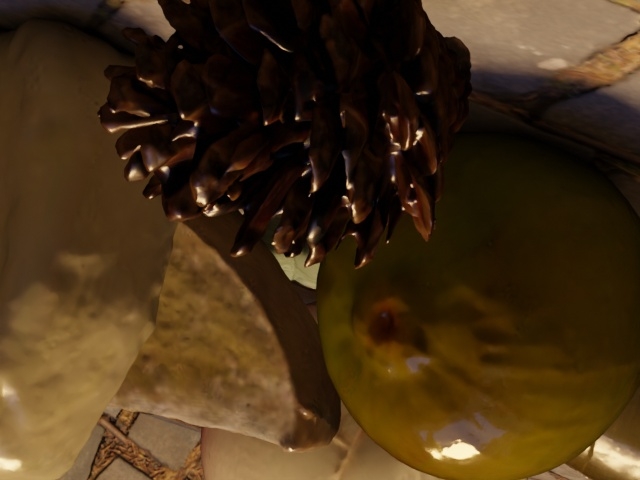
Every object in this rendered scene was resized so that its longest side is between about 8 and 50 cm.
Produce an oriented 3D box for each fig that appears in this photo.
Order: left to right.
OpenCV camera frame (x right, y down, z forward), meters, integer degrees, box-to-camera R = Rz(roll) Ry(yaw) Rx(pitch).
[{"bbox_3d":[0.103,0.033,1.035,0.207,0.207,0.230,12,-160,19],"label":"fig"}]

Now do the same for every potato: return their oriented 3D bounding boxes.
[{"bbox_3d":[-0.079,0.025,1.275,0.264,0.189,0.211,11,-170,26],"label":"potato"}]

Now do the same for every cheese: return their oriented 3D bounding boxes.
[{"bbox_3d":[-0.218,0.001,1.106,0.115,0.326,0.318,20,-154,-42],"label":"cheese"}]

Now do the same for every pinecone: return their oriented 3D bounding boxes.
[{"bbox_3d":[-0.014,-0.064,0.785,0.173,0.173,0.173,15,167,4],"label":"pinecone"}]

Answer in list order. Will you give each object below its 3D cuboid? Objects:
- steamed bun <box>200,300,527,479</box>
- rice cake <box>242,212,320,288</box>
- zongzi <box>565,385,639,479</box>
[{"bbox_3d":[0.016,0.180,1.576,0.309,0.309,0.309,15,167,4],"label":"steamed bun"},{"bbox_3d":[0.000,0.000,1.333,0.124,0.038,0.211,16,166,0],"label":"rice cake"},{"bbox_3d":[0.253,0.129,1.380,0.274,0.145,0.300,20,178,5],"label":"zongzi"}]
